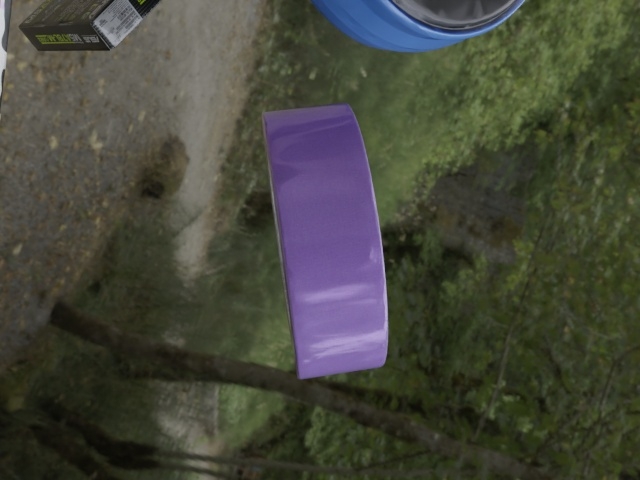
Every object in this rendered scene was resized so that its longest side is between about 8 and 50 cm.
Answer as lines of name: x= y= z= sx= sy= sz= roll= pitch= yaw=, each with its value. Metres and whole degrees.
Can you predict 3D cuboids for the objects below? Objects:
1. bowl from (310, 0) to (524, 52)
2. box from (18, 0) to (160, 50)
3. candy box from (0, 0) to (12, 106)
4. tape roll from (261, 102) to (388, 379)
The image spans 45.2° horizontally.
bowl: x=0.110 y=-0.376 z=0.724 sx=0.077 sy=0.391 sz=0.391 roll=16 pitch=-94 yaw=47
box: x=-0.242 y=-0.299 z=0.906 sx=0.191 sy=0.184 sz=0.045 roll=-54 pitch=129 yaw=-22
candy box: x=-0.259 y=-0.090 z=0.417 sx=0.159 sy=0.071 sz=0.234 roll=-15 pitch=125 yaw=-55
tape roll: x=0.000 y=0.000 z=0.796 sx=0.275 sy=0.090 sz=0.275 roll=171 pitch=-90 yaw=-86
